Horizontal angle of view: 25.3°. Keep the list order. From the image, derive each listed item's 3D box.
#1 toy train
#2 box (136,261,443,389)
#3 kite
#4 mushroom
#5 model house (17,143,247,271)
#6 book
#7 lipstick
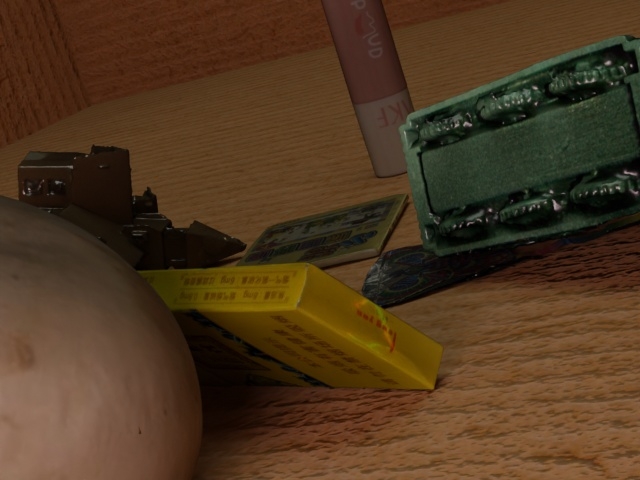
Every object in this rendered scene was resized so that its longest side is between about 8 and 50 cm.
[{"bbox_3d":[0.214,-0.075,1.178,0.178,0.138,0.330,-11,-2,-33],"label":"toy train"},{"bbox_3d":[-0.062,0.066,1.057,0.279,0.153,0.041,-4,63,43],"label":"box"},{"bbox_3d":[0.173,0.004,1.266,0.285,0.015,0.152,-17,16,14],"label":"kite"},{"bbox_3d":[-0.258,0.123,0.905,0.362,0.294,0.362,11,17,-4],"label":"mushroom"},{"bbox_3d":[-0.204,-0.015,1.570,0.248,0.176,0.181,1,16,7],"label":"model house"},{"bbox_3d":[0.000,0.000,1.500,0.168,0.013,0.192,-13,15,16],"label":"book"},{"bbox_3d":[0.062,-0.206,1.712,0.070,0.254,0.070,-17,14,4],"label":"lipstick"}]
